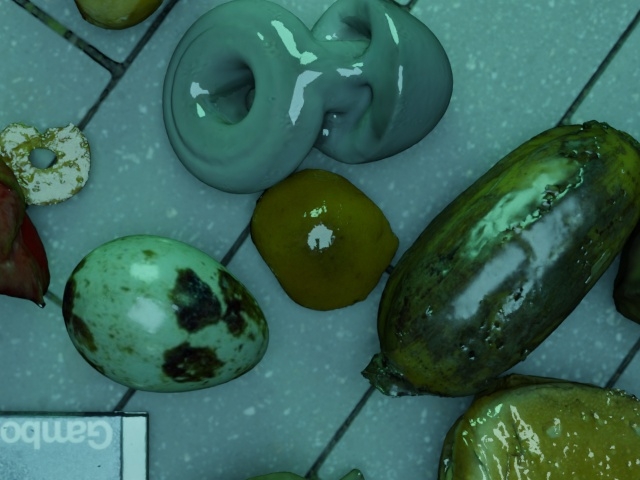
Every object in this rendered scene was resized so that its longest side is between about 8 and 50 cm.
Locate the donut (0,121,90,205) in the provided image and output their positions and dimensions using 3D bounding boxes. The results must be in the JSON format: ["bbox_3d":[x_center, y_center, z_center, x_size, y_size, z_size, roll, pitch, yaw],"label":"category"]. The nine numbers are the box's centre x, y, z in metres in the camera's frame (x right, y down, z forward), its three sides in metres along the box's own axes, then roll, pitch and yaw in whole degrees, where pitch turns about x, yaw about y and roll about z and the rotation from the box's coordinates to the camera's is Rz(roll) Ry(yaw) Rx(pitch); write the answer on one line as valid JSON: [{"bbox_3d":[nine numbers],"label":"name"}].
[{"bbox_3d":[-0.311,-0.086,1.850,0.108,0.043,0.097,7,89,-4],"label":"donut"}]

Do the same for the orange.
[{"bbox_3d":[0.000,0.000,1.841,0.170,0.112,0.160,4,90,8],"label":"orange"}]

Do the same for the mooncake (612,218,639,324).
[{"bbox_3d":[0.497,-0.049,1.809,0.246,0.393,0.394,28,48,-3],"label":"mooncake"}]

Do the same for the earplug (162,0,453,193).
[{"bbox_3d":[-0.017,-0.164,1.815,0.326,0.175,0.214,-8,83,6],"label":"earplug"}]

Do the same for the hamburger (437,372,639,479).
[{"bbox_3d":[0.265,0.306,1.819,0.284,0.174,0.304,8,89,-5],"label":"hamburger"}]

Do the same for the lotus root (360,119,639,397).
[{"bbox_3d":[0.202,0.023,1.808,0.179,0.196,0.397,43,89,3],"label":"lotus root"}]

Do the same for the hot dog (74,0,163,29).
[{"bbox_3d":[-0.235,-0.441,1.782,0.223,0.185,0.405,-26,92,-1],"label":"hot dog"}]

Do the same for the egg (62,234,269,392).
[{"bbox_3d":[-0.167,0.084,1.798,0.231,0.169,0.169,18,89,-15],"label":"egg"}]

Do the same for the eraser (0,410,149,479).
[{"bbox_3d":[-0.299,0.236,1.849,0.213,0.046,0.091,-1,90,-3],"label":"eraser"}]

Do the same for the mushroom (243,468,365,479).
[{"bbox_3d":[-0.043,0.383,1.775,0.292,0.212,0.217,-19,55,-12],"label":"mushroom"}]

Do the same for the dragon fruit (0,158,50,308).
[{"bbox_3d":[-0.430,-0.057,1.689,0.286,0.329,0.228,10,90,9],"label":"dragon fruit"}]
